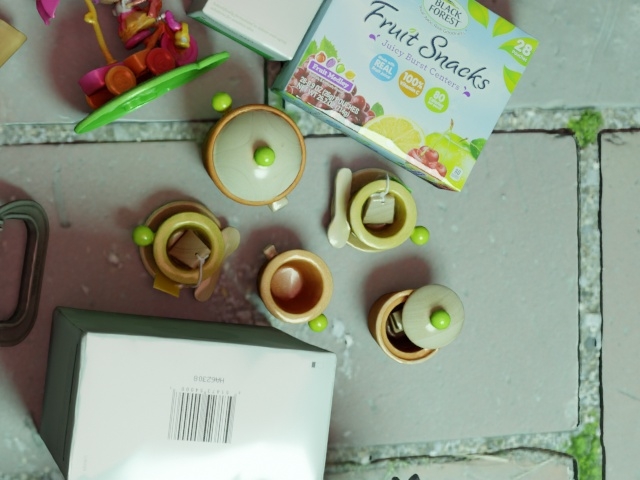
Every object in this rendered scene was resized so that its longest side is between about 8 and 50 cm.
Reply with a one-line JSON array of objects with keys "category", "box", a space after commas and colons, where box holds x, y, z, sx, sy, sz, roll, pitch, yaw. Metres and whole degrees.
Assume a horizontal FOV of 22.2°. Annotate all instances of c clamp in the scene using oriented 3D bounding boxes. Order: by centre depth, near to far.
[{"category": "c clamp", "box": [-0.296, 0.038, 1.498, 0.137, 0.022, 0.160, 17, 84, -60]}]

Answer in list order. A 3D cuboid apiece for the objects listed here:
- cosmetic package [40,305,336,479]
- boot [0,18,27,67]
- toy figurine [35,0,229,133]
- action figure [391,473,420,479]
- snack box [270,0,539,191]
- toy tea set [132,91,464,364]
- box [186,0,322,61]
[{"category": "cosmetic package", "box": [-0.128, 0.145, 1.489, 0.224, 0.225, 0.138, 6, 93, -15]}, {"category": "boot", "box": [-0.364, -0.082, 1.496, 0.264, 0.096, 0.280, 37, 77, -8]}, {"category": "toy figurine", "box": [-0.189, -0.206, 1.514, 0.173, 0.130, 0.159, -29, 92, -33]}, {"category": "action figure", "box": [0.041, 0.407, 1.458, 0.248, 0.276, 0.370, 4, 108, -16]}, {"category": "snack box", "box": [0.083, -0.172, 1.602, 0.207, 0.070, 0.174, 30, 87, -17]}, {"category": "toy tea set", "box": [0.000, 0.000, 1.565, 0.336, 0.124, 0.200, 21, 89, -16]}, {"category": "box", "box": [-0.056, -0.236, 1.549, 0.101, 0.087, 0.102, 28, 87, -16]}]
